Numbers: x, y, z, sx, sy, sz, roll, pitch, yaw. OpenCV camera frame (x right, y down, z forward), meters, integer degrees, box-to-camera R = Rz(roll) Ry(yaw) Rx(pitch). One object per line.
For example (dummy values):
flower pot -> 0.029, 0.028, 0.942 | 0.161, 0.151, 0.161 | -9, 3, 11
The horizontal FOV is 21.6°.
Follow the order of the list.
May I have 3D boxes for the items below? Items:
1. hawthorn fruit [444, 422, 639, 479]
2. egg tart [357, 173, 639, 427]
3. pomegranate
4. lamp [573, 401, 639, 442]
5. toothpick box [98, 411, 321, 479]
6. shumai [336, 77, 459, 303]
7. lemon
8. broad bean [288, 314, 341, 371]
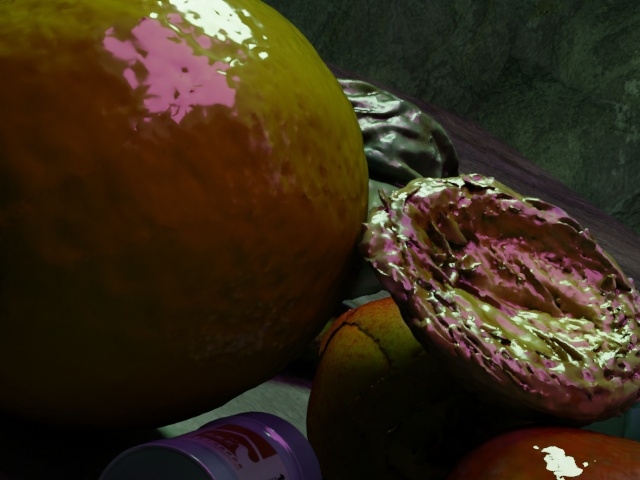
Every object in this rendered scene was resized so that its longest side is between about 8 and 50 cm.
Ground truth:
hawthorn fruit -> 0.159, 0.240, 1.113 | 0.210, 0.210, 0.262 | 28, 16, 0
egg tart -> 0.135, 0.053, 1.243 | 0.252, 0.098, 0.232 | 30, 35, 0
pomegranate -> 0.091, 0.140, 1.353 | 0.210, 0.210, 0.235 | 25, 1, -14
lamp -> 0.278, 0.121, 1.839 | 0.147, 0.209, 0.284 | -1, 38, -8
toothpick box -> -0.072, 0.173, 1.120 | 0.101, 0.101, 0.153 | 32, 13, 17
shumai -> 0.000, 0.000, 1.783 | 0.263, 0.309, 0.304 | -88, 160, -50
lemon -> -0.159, -0.027, 1.195 | 0.364, 0.364, 0.364 | 27, 12, -6
broad bean -> -0.049, 0.086, 1.612 | 0.339, 0.061, 0.077 | 18, 9, -42
